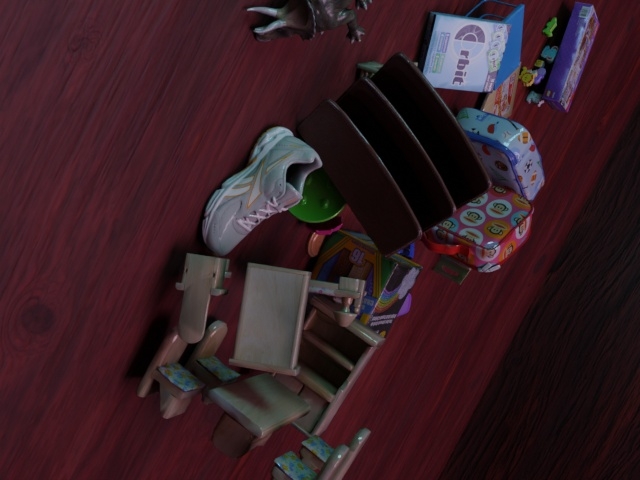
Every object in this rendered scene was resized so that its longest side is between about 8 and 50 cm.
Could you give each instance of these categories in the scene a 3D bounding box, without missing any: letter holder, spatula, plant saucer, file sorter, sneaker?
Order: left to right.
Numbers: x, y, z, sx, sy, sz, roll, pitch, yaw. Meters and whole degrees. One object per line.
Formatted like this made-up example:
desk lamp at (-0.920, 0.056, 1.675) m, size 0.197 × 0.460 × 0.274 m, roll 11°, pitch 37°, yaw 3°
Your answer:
sneaker at (-0.101, -0.075, 1.163) m, size 0.262 × 0.121 × 0.099 m, roll -56°, pitch 150°, yaw -4°
plant saucer at (0.000, 0.000, 1.477) m, size 0.083 × 0.013 × 0.083 m, roll -35°, pitch 139°, yaw -36°
spatula at (0.161, 0.230, 1.882) m, size 0.296 × 0.030 × 0.084 m, roll -29°, pitch 135°, yaw -41°
letter holder at (0.137, -0.157, 1.211) m, size 0.152 × 0.302 × 0.214 m, roll -33°, pitch 179°, yaw -37°
file sorter at (0.415, -0.479, 1.611) m, size 0.118 × 0.104 × 0.170 m, roll -44°, pitch 145°, yaw -24°

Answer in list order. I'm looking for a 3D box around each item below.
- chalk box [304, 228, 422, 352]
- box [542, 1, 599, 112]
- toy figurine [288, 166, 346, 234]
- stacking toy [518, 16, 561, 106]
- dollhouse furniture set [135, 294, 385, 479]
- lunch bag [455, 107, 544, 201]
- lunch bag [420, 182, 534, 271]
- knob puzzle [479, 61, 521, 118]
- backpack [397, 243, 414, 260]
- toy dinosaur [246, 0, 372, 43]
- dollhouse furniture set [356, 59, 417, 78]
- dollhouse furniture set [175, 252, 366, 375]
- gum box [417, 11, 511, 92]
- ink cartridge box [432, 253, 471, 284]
chalk box at (0.071, 0.142, 1.526) m, size 0.289 × 0.179 × 0.180 m, roll -63°, pitch 154°, yaw 8°
box at (0.774, -0.558, 2.046) m, size 0.201 × 0.057 × 0.293 m, roll 1°, pitch 109°, yaw -62°
toy figurine at (0.003, -0.083, 1.355) m, size 0.159 × 0.130 × 0.173 m, roll 75°, pitch 26°, yaw -66°
stacking toy at (0.680, -0.533, 2.007) m, size 0.221 × 0.052 × 0.167 m, roll -61°, pitch 149°, yaw -1°
dollhouse furniture set at (-0.056, 0.261, 1.254) m, size 0.256 × 0.362 × 0.394 m, roll -59°, pitch 161°, yaw 7°
lunch bag at (0.458, -0.212, 1.766) m, size 0.115 × 0.243 × 0.303 m, roll -54°, pitch 142°, yaw -13°
lunch bag at (0.373, -0.048, 1.715) m, size 0.258 × 0.293 × 0.120 m, roll -38°, pitch 141°, yaw -26°
knob puzzle at (0.491, -0.394, 1.863) m, size 0.213 × 0.030 × 0.213 m, roll -37°, pitch 142°, yaw -36°
backpack at (0.189, 0.006, 1.678) m, size 0.120 × 0.098 × 0.101 m, roll 23°, pitch 75°, yaw -57°
toy dinosaur at (0.027, -0.424, 1.076) m, size 0.313 × 0.121 × 0.160 m, roll -57°, pitch 162°, yaw 1°
dollhouse furniture set at (0.147, -0.274, 1.386) m, size 0.161 × 0.101 × 0.182 m, roll -24°, pitch 133°, yaw -46°
dollhouse furniture set at (-0.077, 0.136, 1.255) m, size 0.355 × 0.303 × 0.174 m, roll 30°, pitch 69°, yaw -82°
gum box at (0.317, -0.419, 1.484) m, size 0.184 × 0.041 × 0.157 m, roll 2°, pitch 119°, yaw -15°
ink cartridge box at (0.439, 0.020, 2.044) m, size 0.209 × 0.109 × 0.062 m, roll -52°, pitch 147°, yaw -15°
